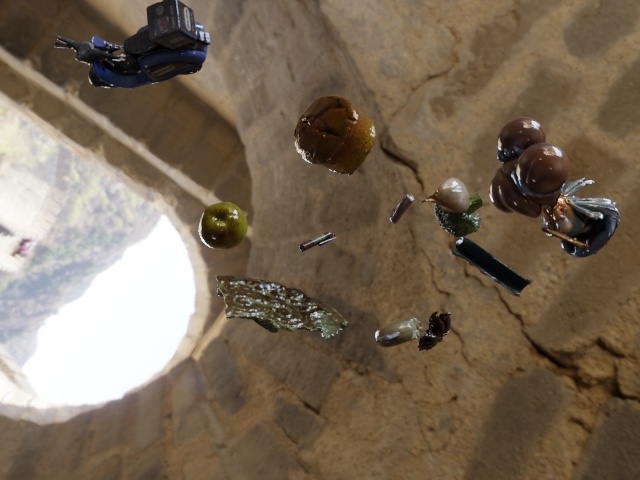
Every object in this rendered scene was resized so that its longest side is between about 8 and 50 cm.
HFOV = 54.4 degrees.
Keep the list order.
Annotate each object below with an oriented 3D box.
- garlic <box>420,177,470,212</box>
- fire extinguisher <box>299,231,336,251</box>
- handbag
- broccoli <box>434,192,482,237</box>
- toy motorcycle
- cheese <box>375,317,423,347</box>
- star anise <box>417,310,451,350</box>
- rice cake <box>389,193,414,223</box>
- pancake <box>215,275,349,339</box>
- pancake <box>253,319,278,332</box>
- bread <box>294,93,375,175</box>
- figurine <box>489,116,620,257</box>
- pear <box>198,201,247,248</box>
[{"bbox_3d":[0.433,-0.151,2.061,0.206,0.128,0.115,5,106,-64],"label":"garlic"},{"bbox_3d":[0.000,0.000,2.244,0.173,0.035,0.048,-26,-168,-38],"label":"fire extinguisher"},{"bbox_3d":[0.463,0.075,1.716,0.057,0.221,0.144,-56,170,0],"label":"handbag"},{"bbox_3d":[0.503,-0.109,2.267,0.176,0.198,0.226,-29,169,-13],"label":"broccoli"},{"bbox_3d":[-0.426,-0.439,1.439,0.358,0.212,0.125,-13,-100,23],"label":"toy motorcycle"},{"bbox_3d":[0.261,0.330,2.178,0.163,0.082,0.286,-21,172,18],"label":"cheese"},{"bbox_3d":[0.364,0.291,1.967,0.057,0.168,0.168,35,-91,33],"label":"star anise"},{"bbox_3d":[0.364,-0.140,2.804,0.047,0.036,0.207,67,-27,21],"label":"rice cake"},{"bbox_3d":[-0.123,0.209,1.895,0.305,0.426,0.067,-94,-161,-70],"label":"pancake"},{"bbox_3d":[-0.177,0.261,1.967,0.017,0.108,0.108,-58,-161,-23],"label":"pancake"},{"bbox_3d":[0.032,-0.290,1.685,0.196,0.142,0.270,-59,-148,10],"label":"bread"},{"bbox_3d":[0.622,-0.127,1.674,0.248,0.387,0.277,-54,-157,25],"label":"figurine"},{"bbox_3d":[-0.375,-0.055,2.411,0.200,0.200,0.200,-46,-160,22],"label":"pear"}]
